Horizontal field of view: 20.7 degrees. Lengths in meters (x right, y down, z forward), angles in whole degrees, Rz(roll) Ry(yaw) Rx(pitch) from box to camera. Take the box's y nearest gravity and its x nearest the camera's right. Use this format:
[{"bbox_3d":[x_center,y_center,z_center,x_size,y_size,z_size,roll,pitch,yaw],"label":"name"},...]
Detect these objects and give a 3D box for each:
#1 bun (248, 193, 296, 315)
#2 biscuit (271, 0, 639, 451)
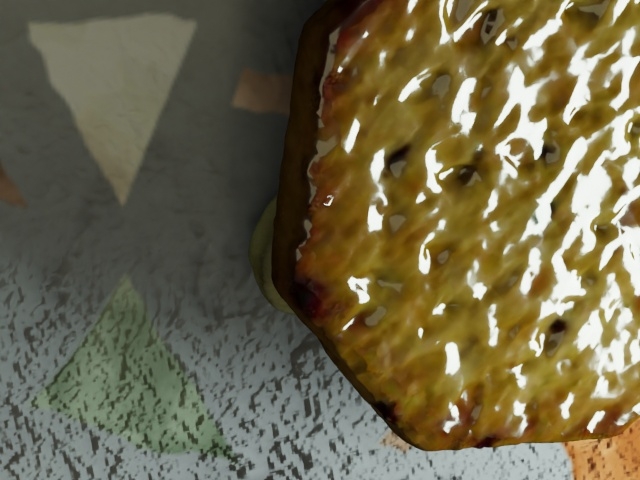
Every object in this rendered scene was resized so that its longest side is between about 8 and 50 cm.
[{"bbox_3d":[0.000,0.000,0.993,0.086,0.055,0.086,-6,125,-9],"label":"bun"},{"bbox_3d":[0.131,-0.042,0.977,0.359,0.046,0.359,-10,112,-25],"label":"biscuit"}]
